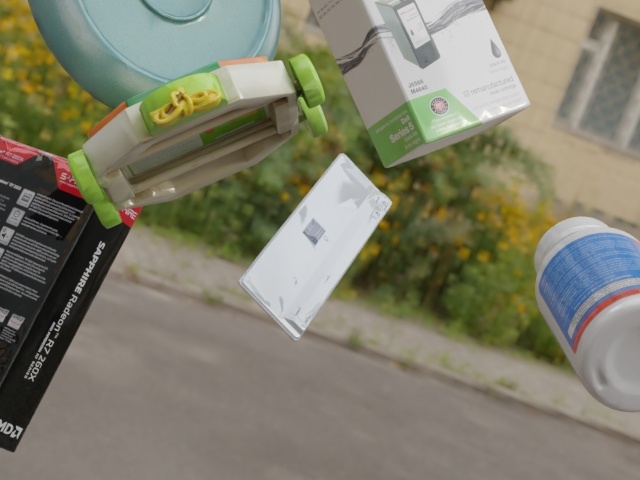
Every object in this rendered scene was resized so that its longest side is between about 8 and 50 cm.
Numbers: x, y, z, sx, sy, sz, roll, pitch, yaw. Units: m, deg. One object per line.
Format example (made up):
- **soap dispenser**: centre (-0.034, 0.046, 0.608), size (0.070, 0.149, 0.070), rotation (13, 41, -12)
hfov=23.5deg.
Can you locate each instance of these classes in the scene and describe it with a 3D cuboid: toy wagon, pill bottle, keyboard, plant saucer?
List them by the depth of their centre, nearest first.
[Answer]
- **keyboard**: centre (0.000, 0.000, 1.393), size (0.072, 0.014, 0.256), rotation (42, 35, -4)
- **pill bottle**: centre (0.280, 0.061, 1.499), size (0.124, 0.124, 0.221), rotation (19, 21, -18)
- **toy wagon**: centre (-0.127, -0.115, 1.578), size (0.344, 0.267, 0.068), rotation (84, -18, -78)
- **plant saucer**: centre (-0.168, -0.281, 1.675), size (0.318, 0.317, 0.044), rotation (18, -21, -31)

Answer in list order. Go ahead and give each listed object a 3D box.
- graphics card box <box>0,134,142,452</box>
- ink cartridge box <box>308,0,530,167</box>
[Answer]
- **graphics card box**: centre (-0.413, 0.063, 2.006), size (0.233, 0.370, 0.094), rotation (19, -13, 33)
- **ink cartridge box**: centre (0.132, -0.263, 2.100), size (0.198, 0.272, 0.115), rotation (-22, -5, -33)
